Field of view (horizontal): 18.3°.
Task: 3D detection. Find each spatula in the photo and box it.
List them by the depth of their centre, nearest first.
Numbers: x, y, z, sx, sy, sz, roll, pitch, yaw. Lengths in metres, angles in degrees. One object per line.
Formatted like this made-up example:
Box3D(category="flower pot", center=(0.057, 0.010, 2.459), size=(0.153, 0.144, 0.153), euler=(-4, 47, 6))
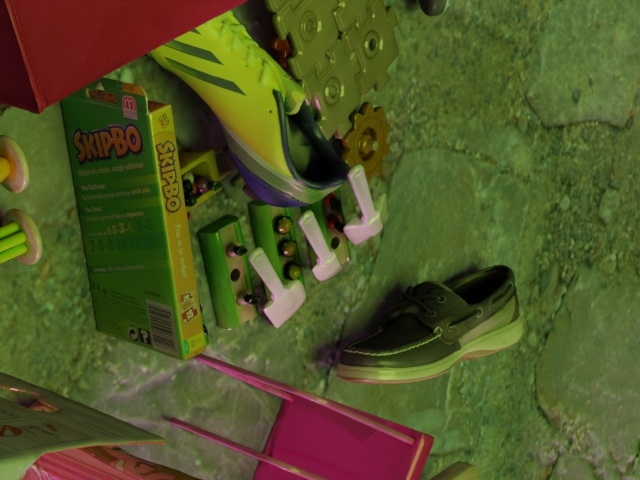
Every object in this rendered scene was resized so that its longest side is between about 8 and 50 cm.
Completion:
Box3D(category="spatula", center=(0.000, 0.000, 1.912), size=(0.168, 0.019, 0.242), euler=(-40, 163, -5))

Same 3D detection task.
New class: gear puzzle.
Box3D(category="gear puzzle", center=(0.009, -0.201, 1.974), size=(0.175, 0.044, 0.339), euler=(-52, 136, -35))

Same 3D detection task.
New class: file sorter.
Box3D(category="file sorter", center=(-0.065, 0.278, 1.920), size=(0.182, 0.202, 0.291), euler=(27, 82, -42))

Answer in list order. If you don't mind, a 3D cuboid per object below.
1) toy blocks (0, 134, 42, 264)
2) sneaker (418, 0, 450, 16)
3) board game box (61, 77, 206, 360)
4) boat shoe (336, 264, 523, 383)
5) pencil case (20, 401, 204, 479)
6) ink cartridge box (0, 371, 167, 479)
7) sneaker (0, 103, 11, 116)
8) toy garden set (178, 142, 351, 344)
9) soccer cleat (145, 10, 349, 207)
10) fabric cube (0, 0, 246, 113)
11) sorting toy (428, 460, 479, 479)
Box3D(category="toy blocks", center=(-0.315, -0.011, 1.689), size=(0.148, 0.054, 0.123), euler=(-25, 117, -39))
Box3D(category="sneaker", center=(0.086, -0.301, 2.019), size=(0.076, 0.065, 0.166), euler=(-25, 116, -20))
Box3D(category="board game box", center=(-0.170, -0.026, 1.780), size=(0.039, 0.124, 0.259), euler=(-29, 120, -38))
Box3D(category="boat shoe", center=(0.118, 0.088, 2.125), size=(0.285, 0.102, 0.092), euler=(-14, 106, -46))
Box3D(category="pencil case", center=(-0.123, 0.266, 1.718), size=(0.167, 0.386, 0.160), euler=(-1, 107, -57))
Box3D(category="ink cartridge box", center=(-0.360, 0.172, 1.514), size=(0.385, 0.308, 0.091), euler=(-4, 104, -46))
Box3D(category="sneaker", center=(-0.284, -0.138, 1.692), size=(0.188, 0.066, 0.071), euler=(-21, 132, -34))
Box3D(category="toy garden set", center=(-0.063, -0.022, 1.943), size=(0.244, 0.049, 0.204), euler=(-30, 121, -36))
Box3D(category="soccer cleat", center=(-0.071, -0.154, 1.820), size=(0.289, 0.121, 0.093), euler=(56, 49, -24))
Box3D(category="fabric cube", center=(-0.226, -0.281, 1.560), size=(0.258, 0.259, 0.254), euler=(-34, 124, -32))
Box3D(category="sorting toy", center=(0.068, 0.398, 2.163), size=(0.257, 0.089, 0.256), euler=(-28, 120, -37))
